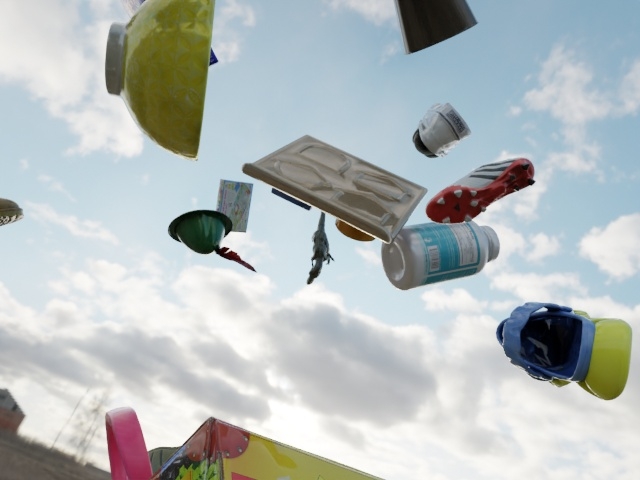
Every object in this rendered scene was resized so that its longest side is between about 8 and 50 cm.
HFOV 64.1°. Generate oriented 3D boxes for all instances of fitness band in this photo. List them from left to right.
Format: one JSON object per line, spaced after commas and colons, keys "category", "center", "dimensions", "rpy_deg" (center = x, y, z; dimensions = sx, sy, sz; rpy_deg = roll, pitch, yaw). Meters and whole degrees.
{"category": "fitness band", "center": [-0.352, 0.412, 0.933], "dimensions": [0.054, 0.209, 0.290], "rpy_deg": [-10, -10, -29]}

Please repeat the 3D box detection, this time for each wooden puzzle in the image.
{"category": "wooden puzzle", "center": [0.041, -0.107, 1.087], "dimensions": [0.321, 0.348, 0.081], "rpy_deg": [27, -62, 12]}

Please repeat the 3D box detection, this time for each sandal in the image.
{"category": "sandal", "center": [0.319, 0.142, 0.735], "dimensions": [0.138, 0.126, 0.317], "rpy_deg": [14, -10, 13]}

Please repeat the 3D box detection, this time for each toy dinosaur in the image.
{"category": "toy dinosaur", "center": [0.000, 0.000, 1.408], "dimensions": [0.063, 0.269, 0.118], "rpy_deg": [-3, -20, 9]}

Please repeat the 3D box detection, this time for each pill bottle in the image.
{"category": "pill bottle", "center": [0.284, 0.026, 1.193], "dimensions": [0.263, 0.146, 0.146], "rpy_deg": [-8, -23, -22]}

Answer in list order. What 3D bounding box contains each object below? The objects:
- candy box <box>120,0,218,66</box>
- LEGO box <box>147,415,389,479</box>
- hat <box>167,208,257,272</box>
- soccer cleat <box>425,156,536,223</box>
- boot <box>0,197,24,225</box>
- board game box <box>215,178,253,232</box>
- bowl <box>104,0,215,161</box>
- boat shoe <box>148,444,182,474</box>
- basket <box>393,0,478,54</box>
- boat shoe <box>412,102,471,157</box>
{"category": "candy box", "center": [-0.452, -0.629, 1.489], "dimensions": [0.268, 0.122, 0.317], "rpy_deg": [19, -42, 62]}
{"category": "LEGO box", "center": [0.004, 0.524, 0.724], "dimensions": [0.500, 0.373, 0.193], "rpy_deg": [33, -70, -29]}
{"category": "hat", "center": [-0.308, 0.034, 1.365], "dimensions": [0.172, 0.184, 0.208], "rpy_deg": [15, -38, -40]}
{"category": "soccer cleat", "center": [0.111, -0.036, 0.363], "dimensions": [0.083, 0.036, 0.029], "rpy_deg": [-27, -70, -1]}
{"category": "boot", "center": [-0.674, -0.153, 0.904], "dimensions": [0.089, 0.270, 0.236], "rpy_deg": [-15, -5, 44]}
{"category": "board game box", "center": [-0.261, -0.102, 1.536], "dimensions": [0.103, 0.154, 0.026], "rpy_deg": [4, 10, -40]}
{"category": "bowl", "center": [-0.264, -0.286, 0.847], "dimensions": [0.155, 0.290, 0.289], "rpy_deg": [6, -28, -14]}
{"category": "boat shoe", "center": [-0.404, 0.647, 1.460], "dimensions": [0.301, 0.113, 0.103], "rpy_deg": [-18, -55, 6]}
{"category": "basket", "center": [0.262, -0.616, 1.287], "dimensions": [0.204, 0.154, 0.227], "rpy_deg": [-10, -65, 39]}
{"category": "boat shoe", "center": [0.222, -0.201, 0.987], "dimensions": [0.088, 0.267, 0.096], "rpy_deg": [-38, -83, 12]}
